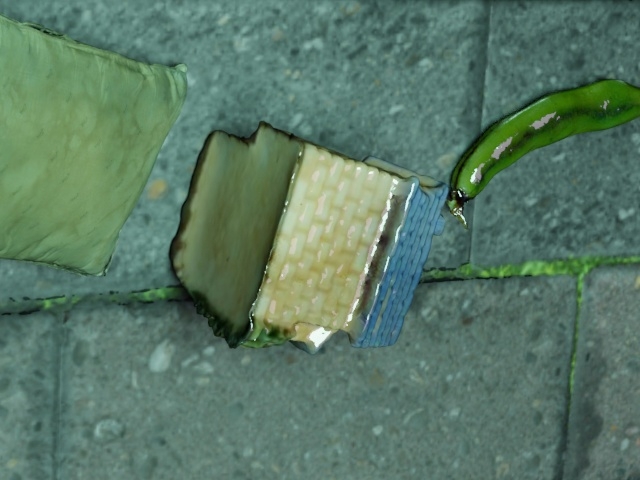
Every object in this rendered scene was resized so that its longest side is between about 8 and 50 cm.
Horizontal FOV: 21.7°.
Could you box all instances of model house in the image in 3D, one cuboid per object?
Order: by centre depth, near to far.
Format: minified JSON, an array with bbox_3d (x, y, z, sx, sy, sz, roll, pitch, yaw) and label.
[{"bbox_3d":[0.000,0.000,1.306,0.172,0.183,0.166,12,99,-28],"label":"model house"}]

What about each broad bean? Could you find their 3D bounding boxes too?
[{"bbox_3d":[0.197,-0.092,1.463,0.227,0.039,0.069,-32,109,-15],"label":"broad bean"}]

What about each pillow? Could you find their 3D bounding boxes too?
[{"bbox_3d":[-0.206,-0.067,1.181,0.302,0.075,0.185,11,106,-63],"label":"pillow"}]
